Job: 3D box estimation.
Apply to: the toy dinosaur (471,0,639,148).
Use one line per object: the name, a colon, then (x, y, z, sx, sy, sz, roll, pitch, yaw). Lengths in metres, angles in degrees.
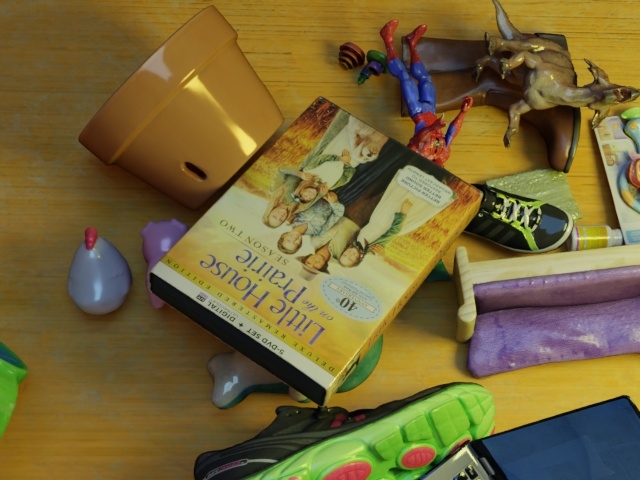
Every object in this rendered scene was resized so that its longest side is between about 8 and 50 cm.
toy dinosaur: (0.358, -0.261, 1.911, 0.200, 0.127, 0.296, -10, 47, -10)

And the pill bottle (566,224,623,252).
pill bottle: (0.434, -0.003, 1.951, 0.083, 0.043, 0.043, -1, 71, -3)

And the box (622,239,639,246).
box: (0.561, 0.088, 1.932, 0.114, 0.036, 0.207, -18, 73, -9)

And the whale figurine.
whale figurine: (-0.033, 0.175, 1.826, 0.272, 0.141, 0.216, -28, 37, 7)

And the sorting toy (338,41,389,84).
sorting toy: (0.069, -0.286, 2.019, 0.102, 0.061, 0.042, 25, 70, 29)

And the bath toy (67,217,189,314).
bath toy: (-0.212, 0.021, 1.858, 0.348, 0.151, 0.129, -7, 113, -3)

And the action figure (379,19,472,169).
action figure: (0.175, -0.227, 1.910, 0.091, 0.139, 0.280, 2, 68, -31)

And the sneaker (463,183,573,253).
sneaker: (0.271, -0.038, 1.900, 0.234, 0.097, 0.084, 11, 78, 18)

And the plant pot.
plant pot: (-0.193, -0.183, 1.870, 0.203, 0.291, 0.291, 44, 73, -7)

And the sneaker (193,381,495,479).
sneaker: (0.039, 0.285, 1.746, 0.482, 0.185, 0.202, -13, 32, -25)

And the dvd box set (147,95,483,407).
dvd box set: (0.000, 0.000, 1.774, 0.307, 0.062, 0.420, 33, 58, 15)

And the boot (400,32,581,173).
boot: (0.270, -0.224, 1.991, 0.280, 0.096, 0.264, -2, 72, -3)

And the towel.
towel: (0.336, -0.060, 1.974, 0.148, 0.027, 0.110, -15, 72, -7)

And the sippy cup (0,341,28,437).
sippy cup: (-0.572, 0.206, 1.735, 0.240, 0.305, 0.224, 38, 83, -20)

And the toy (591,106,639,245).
toy: (0.530, -0.112, 1.969, 0.136, 0.056, 0.237, -6, 61, -5)

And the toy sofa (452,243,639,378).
toy sofa: (0.381, 0.091, 1.839, 0.362, 0.150, 0.177, -6, 72, 2)

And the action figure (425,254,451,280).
action figure: (0.075, 0.034, 1.912, 0.232, 0.063, 0.137, -20, 77, -6)

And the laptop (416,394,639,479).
laptop: (0.295, 0.462, 1.621, 0.408, 0.236, 0.382, -36, 98, -14)
